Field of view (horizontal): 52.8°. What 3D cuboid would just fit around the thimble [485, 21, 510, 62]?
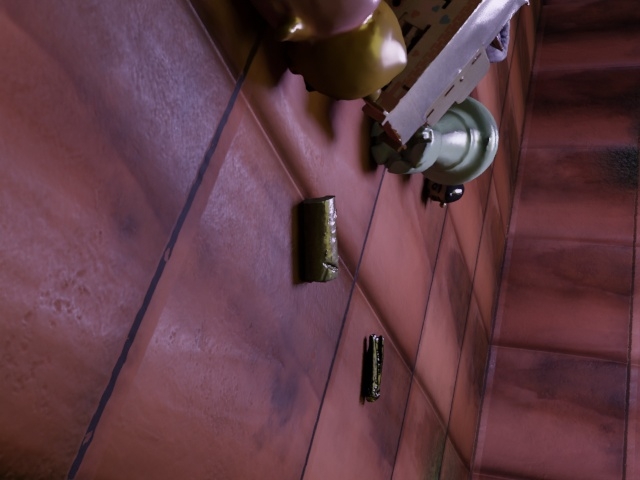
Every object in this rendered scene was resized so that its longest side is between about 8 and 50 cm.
[{"bbox_3d":[0.375,-0.552,1.591,0.245,0.157,0.217,24,69,-65],"label":"thimble"}]

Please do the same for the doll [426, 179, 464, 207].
[{"bbox_3d":[0.304,-0.139,1.590,0.179,0.089,0.101,-90,174,-68],"label":"doll"}]

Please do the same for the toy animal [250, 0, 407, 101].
[{"bbox_3d":[0.012,-0.284,0.804,0.195,0.169,0.281,-69,150,-28],"label":"toy animal"}]

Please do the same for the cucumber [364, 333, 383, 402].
[{"bbox_3d":[0.103,0.248,1.249,0.034,0.033,0.134,176,-81,-73],"label":"cucumber"}]

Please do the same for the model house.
[{"bbox_3d":[0.144,-0.339,1.062,0.326,0.244,0.169,-51,152,4],"label":"model house"}]

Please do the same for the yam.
[{"bbox_3d":[0.000,0.000,0.960,0.054,0.054,0.132,-23,114,-63],"label":"yam"}]

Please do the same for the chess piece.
[{"bbox_3d":[0.220,-0.199,1.289,0.299,0.195,0.194,-14,107,-55],"label":"chess piece"}]
